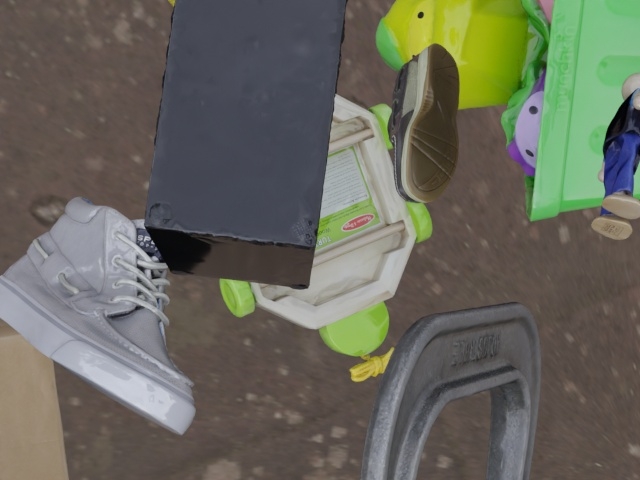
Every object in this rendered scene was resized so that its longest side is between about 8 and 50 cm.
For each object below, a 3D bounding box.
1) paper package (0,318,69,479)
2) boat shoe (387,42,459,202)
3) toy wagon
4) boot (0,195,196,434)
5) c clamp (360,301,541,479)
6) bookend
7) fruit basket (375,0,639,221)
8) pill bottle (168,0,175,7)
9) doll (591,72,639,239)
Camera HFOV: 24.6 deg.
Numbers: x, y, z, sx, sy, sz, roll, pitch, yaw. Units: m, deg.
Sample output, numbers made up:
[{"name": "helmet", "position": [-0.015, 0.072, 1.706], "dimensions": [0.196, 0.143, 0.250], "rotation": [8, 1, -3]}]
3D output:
[{"name": "paper package", "position": [-0.468, 0.258, 1.696], "dimensions": [0.168, 0.324, 0.310], "rotation": [0, 97, 52]}, {"name": "boat shoe", "position": [0.081, -0.090, 1.200], "dimensions": [0.049, 0.056, 0.152], "rotation": [-23, 42, 42]}, {"name": "toy wagon", "position": [0.000, 0.000, 1.729], "dimensions": [0.267, 0.068, 0.345], "rotation": [-22, 98, -21]}, {"name": "boot", "position": [-0.143, 0.038, 1.037], "dimensions": [0.258, 0.095, 0.123], "rotation": [25, 78, 50]}, {"name": "c clamp", "position": [0.042, 0.085, 0.423], "dimensions": [0.022, 0.160, 0.137], "rotation": [10, 89, 24]}, {"name": "bookend", "position": [-0.030, -0.065, 0.678], "dimensions": [0.072, 0.157, 0.156], "rotation": [7, 81, -1]}, {"name": "fruit basket", "position": [0.241, -0.228, 1.740], "dimensions": [0.391, 0.283, 0.392], "rotation": [1, 105, 5]}, {"name": "pill bottle", "position": [-0.089, -0.245, 1.472], "dimensions": [0.103, 0.103, 0.184], "rotation": [-40, 108, 4]}, {"name": "doll", "position": [0.306, -0.093, 1.469], "dimensions": [0.046, 0.129, 0.189], "rotation": [16, 57, 1]}]
